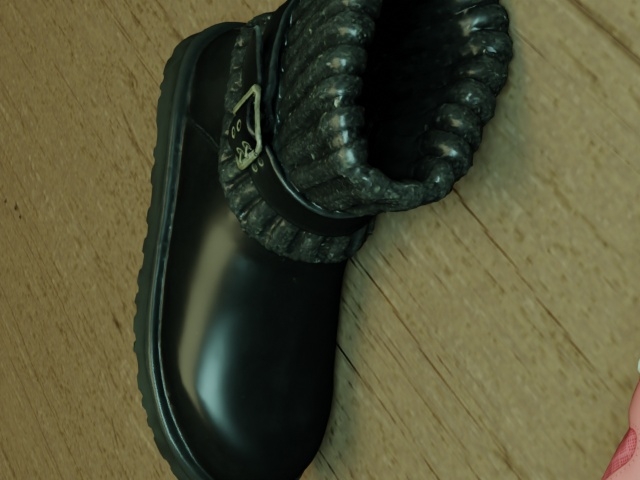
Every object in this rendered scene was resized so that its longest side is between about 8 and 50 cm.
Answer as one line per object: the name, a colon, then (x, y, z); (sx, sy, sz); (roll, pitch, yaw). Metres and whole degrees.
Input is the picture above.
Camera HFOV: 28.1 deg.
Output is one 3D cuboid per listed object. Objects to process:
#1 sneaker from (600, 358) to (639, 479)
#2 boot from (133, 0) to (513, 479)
sneaker: (0.193, 0.027, 0.549); (0.314, 0.116, 0.136); (-64, 33, 23)
boot: (-0.003, -0.001, 0.781); (0.260, 0.131, 0.348); (-8, 84, 55)
